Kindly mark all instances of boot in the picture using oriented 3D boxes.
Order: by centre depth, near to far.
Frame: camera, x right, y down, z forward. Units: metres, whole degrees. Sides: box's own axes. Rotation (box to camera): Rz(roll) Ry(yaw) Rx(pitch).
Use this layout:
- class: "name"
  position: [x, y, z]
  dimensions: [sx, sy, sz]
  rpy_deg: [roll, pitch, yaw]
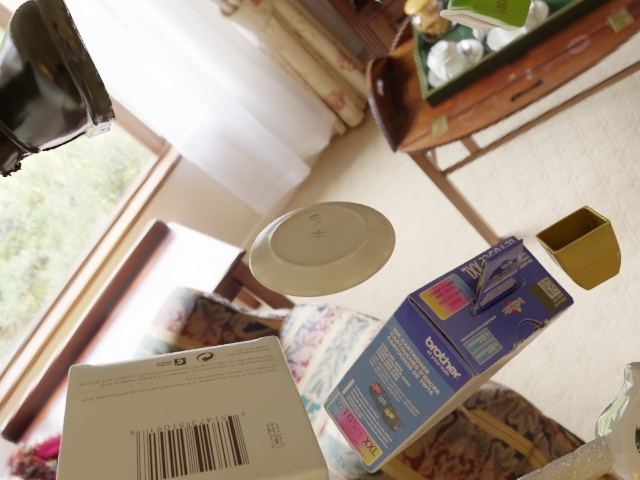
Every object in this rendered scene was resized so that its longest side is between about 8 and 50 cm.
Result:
- class: "boot"
  position: [-0.481, -0.117, 0.804]
  dimensions: [0.445, 0.146, 0.367]
  rpy_deg: [-25, 0, -16]

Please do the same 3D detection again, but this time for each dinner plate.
- class: "dinner plate"
  position: [0.000, 0.000, 0.634]
  dimensions: [0.141, 0.017, 0.141]
  rpy_deg: [-8, 36, 6]

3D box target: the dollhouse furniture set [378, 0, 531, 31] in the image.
- class: "dollhouse furniture set"
  position: [0.197, -0.439, 0.852]
  dimensions: [0.151, 0.197, 0.302]
  rpy_deg: [-129, 54, -72]

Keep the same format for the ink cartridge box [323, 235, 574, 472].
- class: "ink cartridge box"
  position: [0.203, 0.161, 1.040]
  dimensions: [0.270, 0.151, 0.395]
  rpy_deg: [-23, -24, -39]

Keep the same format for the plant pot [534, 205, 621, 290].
- class: "plant pot"
  position: [0.352, 0.016, 0.902]
  dimensions: [0.081, 0.083, 0.081]
  rpy_deg: [-33, 16, 9]

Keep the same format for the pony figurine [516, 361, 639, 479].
- class: "pony figurine"
  position: [0.293, 0.014, 0.365]
  dimensions: [0.303, 0.350, 0.364]
  rpy_deg: [-120, 35, -68]

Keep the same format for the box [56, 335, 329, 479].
- class: "box"
  position: [-0.100, 0.179, 0.524]
  dimensions: [0.180, 0.119, 0.182]
  rpy_deg: [-6, 24, -14]
